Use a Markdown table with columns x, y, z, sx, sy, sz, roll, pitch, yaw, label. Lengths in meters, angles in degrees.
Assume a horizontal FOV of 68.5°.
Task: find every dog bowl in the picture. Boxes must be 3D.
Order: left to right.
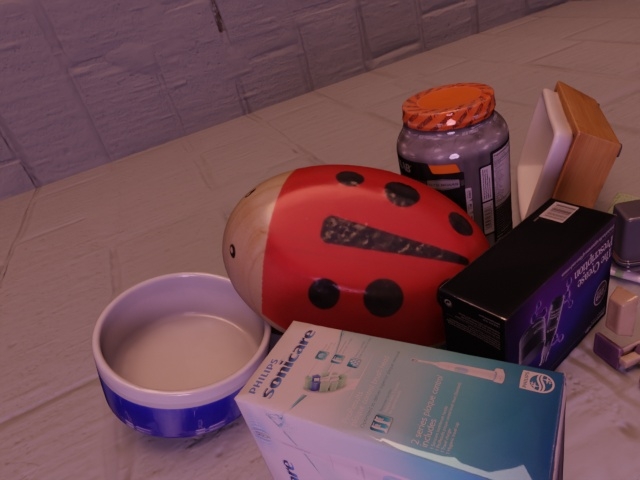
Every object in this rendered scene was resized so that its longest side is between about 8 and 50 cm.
| x | y | z | sx | sy | sz | roll | pitch | yaw | label |
| --- | --- | --- | --- | --- | --- | --- | --- | --- | --- |
| -0.213 | 0.170 | 0.750 | 0.264 | 0.104 | 0.265 | 6 | 34 | -4 | dog bowl |

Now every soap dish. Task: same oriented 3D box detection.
| x | y | z | sx | sy | sz | roll | pitch | yaw | label |
| --- | --- | --- | --- | --- | --- | --- | --- | --- | --- |
| 0.488 | -0.164 | 0.951 | 0.118 | 0.229 | 0.291 | 11 | 37 | 11 | soap dish |

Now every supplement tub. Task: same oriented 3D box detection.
| x | y | z | sx | sy | sz | roll | pitch | yaw | label |
| --- | --- | --- | --- | --- | --- | --- | --- | --- | --- |
| 0.248 | -0.109 | 0.865 | 0.193 | 0.316 | 0.194 | -12 | 30 | 7 | supplement tub |

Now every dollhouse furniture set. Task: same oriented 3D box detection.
| x | y | z | sx | sy | sz | roll | pitch | yaw | label |
| --- | --- | --- | --- | --- | --- | --- | --- | --- | --- |
| 0.430 | 0.116 | 0.614 | 0.081 | 0.115 | 0.091 | -17 | 28 | -11 | dollhouse furniture set |

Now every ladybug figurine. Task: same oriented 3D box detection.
| x | y | z | sx | sy | sz | roll | pitch | yaw | label |
| --- | --- | --- | --- | --- | --- | --- | --- | --- | --- |
| 0.062 | 0.017 | 0.717 | 0.448 | 0.162 | 0.306 | 9 | 73 | 4 | ladybug figurine |

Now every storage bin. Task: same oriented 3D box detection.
| x | y | z | sx | sy | sz | roll | pitch | yaw | label |
| --- | --- | --- | --- | --- | --- | --- | --- | --- | --- |
| 0.533 | -0.023 | 0.752 | 0.135 | 0.091 | 0.098 | -10 | 31 | 13 | storage bin |

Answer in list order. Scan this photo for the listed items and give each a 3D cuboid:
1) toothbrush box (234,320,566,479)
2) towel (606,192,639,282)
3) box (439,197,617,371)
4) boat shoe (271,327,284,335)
| x | y | z | sx | sy | sz | roll | pitch | yaw | label |
| --- | --- | --- | --- | --- | --- | --- | --- | --- | --- |
| 0.086 | 0.224 | 0.493 | 0.295 | 0.217 | 0.126 | 6 | 37 | 31 | toothbrush box |
| 0.629 | 0.008 | 0.772 | 0.324 | 0.038 | 0.247 | 18 | 45 | 43 | towel |
| 0.293 | 0.087 | 0.653 | 0.261 | 0.185 | 0.103 | -33 | 37 | -26 | box |
| -0.064 | 0.145 | 0.861 | 0.135 | 0.050 | 0.045 | 16 | 38 | 27 | boat shoe |
